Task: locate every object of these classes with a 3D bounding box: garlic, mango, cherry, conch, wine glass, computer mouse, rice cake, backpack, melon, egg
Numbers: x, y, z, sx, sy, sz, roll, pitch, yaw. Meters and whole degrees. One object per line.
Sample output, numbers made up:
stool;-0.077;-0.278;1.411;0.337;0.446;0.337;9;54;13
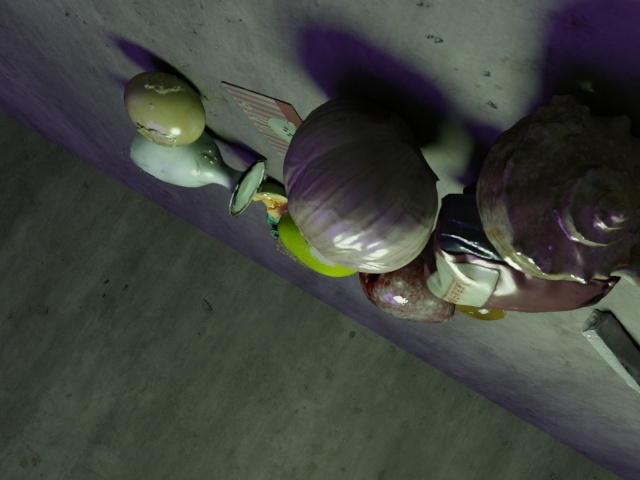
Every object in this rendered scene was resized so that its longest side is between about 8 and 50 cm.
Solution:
garlic;0.060;-0.086;1.251;0.317;0.259;0.317;40;-151;-28
mango;0.004;-0.003;2.063;0.273;0.149;0.185;31;147;6
cherry;0.225;0.105;1.854;0.300;0.203;0.230;35;164;-20
conch;0.337;-0.059;0.938;0.297;0.210;0.352;31;-158;-8
wine glass;-0.331;-0.213;1.981;0.357;0.190;0.190;26;168;9
computer mouse;0.405;0.171;2.046;0.126;0.056;0.245;36;166;-26
rice cake;0.682;0.261;1.672;0.365;0.072;0.056;39;169;-36
backpack;0.342;0.020;1.251;0.318;0.197;0.283;9;168;6
melon;-0.131;-0.127;2.123;0.128;0.079;0.160;-3;151;30
egg;-0.363;-0.305;1.726;0.201;0.164;0.164;39;167;-12

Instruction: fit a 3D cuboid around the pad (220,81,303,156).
pad;-0.083;-0.243;1.661;0.202;0.005;0.300;24;166;31

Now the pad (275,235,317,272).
pad;-0.047;-0.015;2.201;0.158;0.003;0.235;31;135;11

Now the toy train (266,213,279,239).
toy train;-0.057;-0.039;2.254;0.248;0.101;0.159;27;154;15
